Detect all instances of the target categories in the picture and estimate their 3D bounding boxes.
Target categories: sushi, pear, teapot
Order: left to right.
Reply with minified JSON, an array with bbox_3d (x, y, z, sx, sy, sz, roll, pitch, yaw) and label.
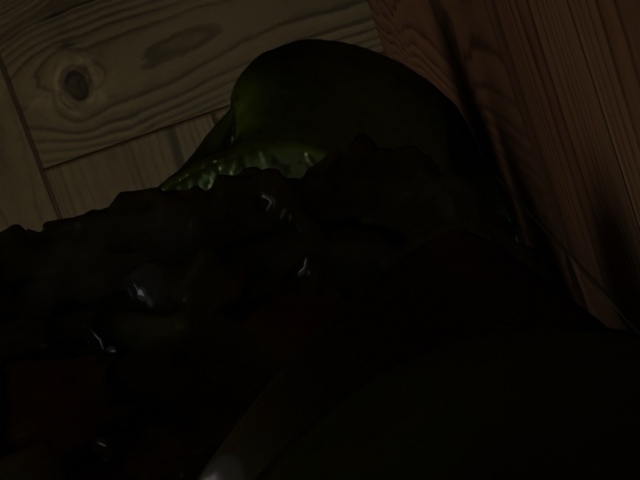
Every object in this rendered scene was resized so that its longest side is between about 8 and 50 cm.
[{"bbox_3d":[-0.038,0.151,0.851,0.351,0.397,0.240,-116,16,-44],"label":"sushi"},{"bbox_3d":[0.000,0.000,1.120,0.176,0.286,0.281,-67,-39,-57],"label":"pear"},{"bbox_3d":[0.067,0.114,0.617,0.175,0.185,0.268,43,-152,15],"label":"teapot"}]

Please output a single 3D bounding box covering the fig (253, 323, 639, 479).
[{"bbox_3d":[0.030,0.133,0.358,0.203,0.225,0.203,49,161,23],"label":"fig"}]
